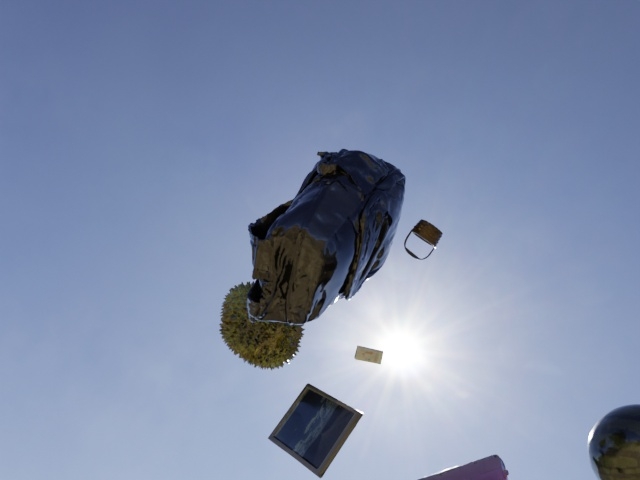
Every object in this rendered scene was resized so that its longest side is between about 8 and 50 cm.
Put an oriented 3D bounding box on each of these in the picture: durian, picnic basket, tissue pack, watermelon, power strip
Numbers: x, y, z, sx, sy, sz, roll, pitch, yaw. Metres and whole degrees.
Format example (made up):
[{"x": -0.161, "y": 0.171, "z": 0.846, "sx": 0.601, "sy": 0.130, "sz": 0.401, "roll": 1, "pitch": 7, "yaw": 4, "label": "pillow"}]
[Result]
[{"x": -0.171, "y": 0.244, "z": 1.687, "sx": 0.291, "sy": 0.291, "sz": 0.224, "roll": 25, "pitch": -16, "yaw": -5, "label": "durian"}, {"x": 0.226, "y": 0.001, "z": 1.245, "sx": 0.072, "sy": 0.072, "sz": 0.083, "roll": 34, "pitch": -90, "yaw": -13, "label": "picnic basket"}, {"x": 0.191, "y": 0.451, "z": 2.199, "sx": 0.108, "sy": 0.023, "sz": 0.056, "roll": 14, "pitch": -85, "yaw": -5, "label": "tissue pack"}, {"x": 0.668, "y": 0.444, "z": 1.147, "sx": 0.212, "sy": 0.212, "sz": 0.212, "roll": 10, "pitch": -46, "yaw": 10, "label": "watermelon"}, {"x": 0.329, "y": 0.606, "z": 1.362, "sx": 0.278, "sy": 0.109, "sz": 0.038, "roll": -26, "pitch": -79, "yaw": 16, "label": "power strip"}]

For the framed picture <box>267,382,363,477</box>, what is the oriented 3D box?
[{"x": -0.016, "y": 0.489, "z": 1.459, "sx": 0.023, "sy": 0.189, "sz": 0.260, "roll": 48, "pitch": -21, "yaw": -26, "label": "framed picture"}]

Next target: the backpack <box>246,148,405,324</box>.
[{"x": 0.000, "y": 0.000, "z": 1.218, "sx": 0.254, "sy": 0.445, "sz": 0.364, "roll": 22, "pitch": -57, "yaw": 18, "label": "backpack"}]
